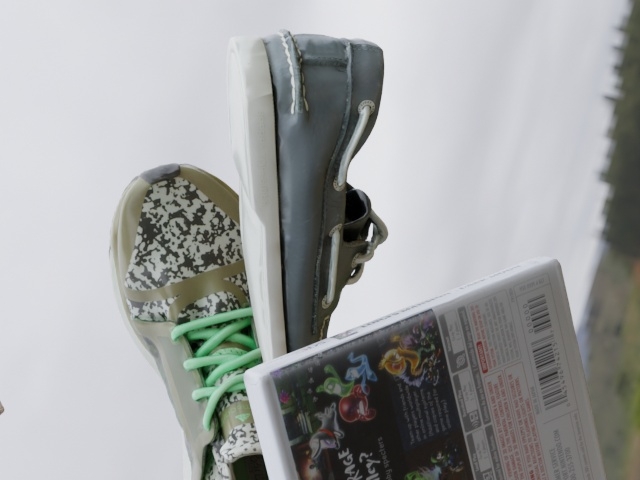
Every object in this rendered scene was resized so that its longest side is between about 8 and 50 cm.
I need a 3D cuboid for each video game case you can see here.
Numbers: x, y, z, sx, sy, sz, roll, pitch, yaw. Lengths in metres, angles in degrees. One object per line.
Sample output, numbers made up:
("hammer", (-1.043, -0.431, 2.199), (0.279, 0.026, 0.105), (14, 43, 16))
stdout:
("video game case", (0.061, 0.123, 0.956), (0.022, 0.173, 0.190), (9, 116, 60))

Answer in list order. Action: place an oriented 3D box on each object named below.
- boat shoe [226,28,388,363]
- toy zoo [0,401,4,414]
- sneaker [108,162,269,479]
("boat shoe", (0.000, 0.000, 1.304), (0.116, 0.099, 0.319), (-108, 11, -48))
("toy zoo", (-0.336, 0.046, 1.167), (0.030, 0.192, 0.293), (-41, -20, 30))
("sneaker", (-0.066, 0.130, 1.710), (0.182, 0.158, 0.410), (-160, 52, -77))
